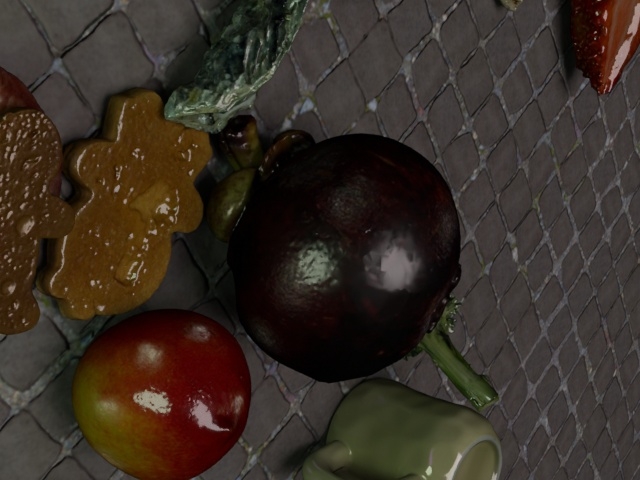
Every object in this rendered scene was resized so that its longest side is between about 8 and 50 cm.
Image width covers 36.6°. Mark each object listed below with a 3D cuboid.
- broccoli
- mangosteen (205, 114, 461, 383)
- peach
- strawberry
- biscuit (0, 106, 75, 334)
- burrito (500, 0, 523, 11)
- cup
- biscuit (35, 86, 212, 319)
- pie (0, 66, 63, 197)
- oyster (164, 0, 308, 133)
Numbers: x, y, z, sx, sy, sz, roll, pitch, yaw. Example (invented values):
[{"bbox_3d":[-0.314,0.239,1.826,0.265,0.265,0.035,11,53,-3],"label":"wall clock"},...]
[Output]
[{"bbox_3d":[0.174,0.158,1.368,0.122,0.204,0.118,9,127,-50],"label":"broccoli"},{"bbox_3d":[0.012,0.014,1.094,0.293,0.297,0.297,8,98,-6],"label":"mangosteen"},{"bbox_3d":[-0.154,0.159,1.001,0.197,0.197,0.197,-17,114,-44],"label":"peach"},{"bbox_3d":[0.474,-0.366,1.607,0.174,0.098,0.228,-23,121,-41],"label":"strawberry"},{"bbox_3d":[-0.280,-0.018,0.853,0.138,0.031,0.204,10,97,-51],"label":"biscuit"},{"bbox_3d":[0.312,-0.403,1.457,0.149,0.041,0.055,-55,149,-25],"label":"burrito"},{"bbox_3d":[0.109,0.287,1.326,0.255,0.202,0.173,24,84,-48],"label":"cup"},{"bbox_3d":[-0.202,-0.031,1.008,0.184,0.035,0.248,27,80,-48],"label":"biscuit"},{"bbox_3d":[-0.324,-0.061,0.851,0.204,0.054,0.218,-51,134,-24],"label":"pie"},{"bbox_3d":[-0.059,-0.229,1.052,0.087,0.199,0.252,38,105,-17],"label":"oyster"}]
